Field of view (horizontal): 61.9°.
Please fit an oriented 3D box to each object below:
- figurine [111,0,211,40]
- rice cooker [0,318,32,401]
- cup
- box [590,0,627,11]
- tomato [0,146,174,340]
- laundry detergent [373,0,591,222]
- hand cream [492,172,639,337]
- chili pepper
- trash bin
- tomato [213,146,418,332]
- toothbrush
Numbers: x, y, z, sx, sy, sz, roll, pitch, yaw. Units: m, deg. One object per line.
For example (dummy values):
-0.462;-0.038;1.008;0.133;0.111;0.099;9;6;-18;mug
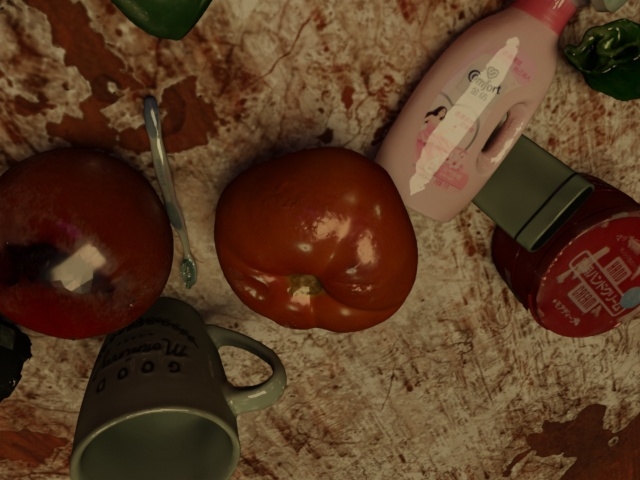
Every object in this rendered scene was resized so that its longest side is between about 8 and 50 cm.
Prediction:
-0.182;-0.290;0.433;0.234;0.127;0.185;23;104;-38;figurine
-0.461;0.163;0.665;0.203;0.142;0.118;-39;137;11;rice cooker
-0.175;0.185;0.701;0.258;0.234;0.186;-18;126;-3;cup
0.362;-0.382;0.554;0.285;0.044;0.142;-47;124;-8;box
-0.268;0.008;0.588;0.208;0.184;0.208;-8;125;-12;tomato
0.205;-0.183;0.658;0.159;0.088;0.335;24;113;-26;laundry detergent
0.390;0.019;0.811;0.230;0.149;0.230;-6;124;-9;hand cream
0.378;-0.219;0.654;0.253;0.099;0.083;-11;92;-42;chili pepper
0.276;-0.068;0.723;0.116;0.130;0.059;-53;150;19;trash bin
0.003;-0.001;0.650;0.259;0.180;0.260;12;145;8;tomato
-0.187;-0.049;0.673;0.021;0.027;0.269;-3;123;1;toothbrush
